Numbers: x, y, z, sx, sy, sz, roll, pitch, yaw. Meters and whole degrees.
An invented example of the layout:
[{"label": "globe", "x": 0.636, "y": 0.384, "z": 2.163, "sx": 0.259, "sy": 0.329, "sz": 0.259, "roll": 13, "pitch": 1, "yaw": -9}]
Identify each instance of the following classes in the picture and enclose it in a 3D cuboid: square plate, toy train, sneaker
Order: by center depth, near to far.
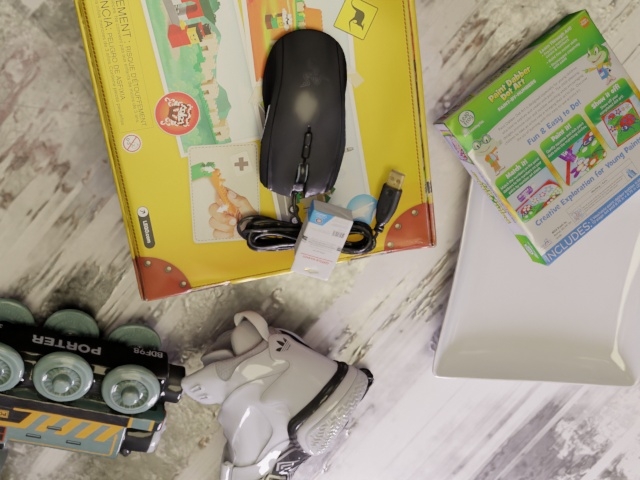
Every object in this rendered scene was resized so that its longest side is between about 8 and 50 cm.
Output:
[{"label": "toy train", "x": -0.355, "y": 0.198, "z": 1.242, "sx": 0.333, "sy": 0.142, "sz": 0.190, "roll": 13, "pitch": 118, "yaw": -17}, {"label": "sneaker", "x": -0.103, "y": 0.255, "z": 1.299, "sx": 0.210, "sy": 0.137, "sz": 0.366, "roll": 37, "pitch": 124, "yaw": 2}, {"label": "square plate", "x": 0.353, "y": 0.050, "z": 1.364, "sx": 0.347, "sy": 0.049, "sz": 0.344, "roll": 5, "pitch": 109, "yaw": -12}]

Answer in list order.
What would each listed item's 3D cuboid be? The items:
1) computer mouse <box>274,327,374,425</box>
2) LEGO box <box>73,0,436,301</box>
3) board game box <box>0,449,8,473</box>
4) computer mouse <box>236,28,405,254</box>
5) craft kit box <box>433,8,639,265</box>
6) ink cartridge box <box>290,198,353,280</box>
[{"label": "computer mouse", "x": -0.014, "y": 0.199, "z": 1.349, "sx": 0.193, "sy": 0.042, "sz": 0.106, "roll": 33, "pitch": 101, "yaw": -20}, {"label": "LEGO box", "x": -0.081, "y": -0.215, "z": 1.107, "sx": 0.372, "sy": 0.193, "sz": 0.500, "roll": -10, "pitch": 111, "yaw": -7}, {"label": "board game box", "x": -0.563, "y": 0.426, "z": 1.225, "sx": 0.097, "sy": 0.224, "sz": 0.303, "roll": 36, "pitch": 100, "yaw": -16}, {"label": "computer mouse", "x": 0.016, "y": -0.095, "z": 1.032, "sx": 0.184, "sy": 0.060, "sz": 0.262, "roll": 7, "pitch": 109, "yaw": -12}, {"label": "craft kit box", "x": 0.322, "y": -0.138, "z": 1.248, "sx": 0.250, "sy": 0.061, "sz": 0.247, "roll": -38, "pitch": 103, "yaw": -5}, {"label": "ink cartridge box", "x": 0.000, "y": 0.000, "z": 1.039, "sx": 0.048, "sy": 0.028, "sz": 0.083, "roll": 16, "pitch": 118, "yaw": -12}]
